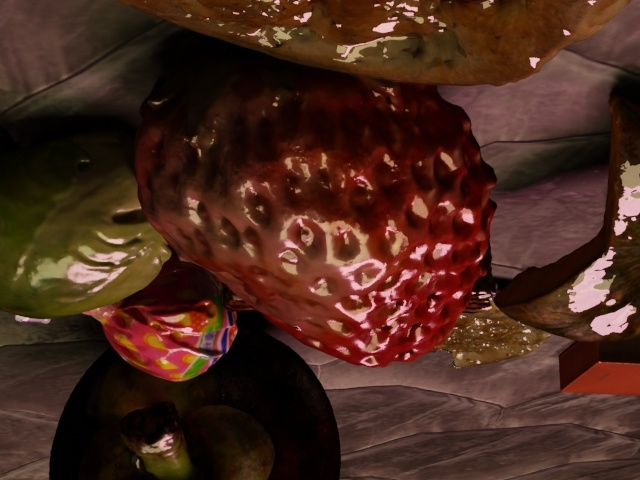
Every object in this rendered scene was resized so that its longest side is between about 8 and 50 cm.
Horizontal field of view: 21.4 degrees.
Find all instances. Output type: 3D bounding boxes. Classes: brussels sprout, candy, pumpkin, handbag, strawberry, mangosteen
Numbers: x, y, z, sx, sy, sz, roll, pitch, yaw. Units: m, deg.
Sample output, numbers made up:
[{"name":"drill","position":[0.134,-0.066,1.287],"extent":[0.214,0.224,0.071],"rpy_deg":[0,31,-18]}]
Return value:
[{"name":"brussels sprout","position":[-0.205,-0.009,1.333],"extent":[0.161,0.143,0.181],"rpy_deg":[34,118,-30]},{"name":"candy","position":[-0.247,0.038,1.541],"extent":[0.365,0.124,0.124],"rpy_deg":[17,153,-22]},{"name":"pumpkin","position":[0.311,-0.006,1.416],"extent":[0.258,0.095,0.290],"rpy_deg":[5,139,-12]},{"name":"handbag","position":[0.389,0.145,1.977],"extent":[0.190,0.062,0.127],"rpy_deg":[4,158,-13]},{"name":"strawberry","position":[0.000,0.000,1.244],"extent":[0.265,0.149,0.336],"rpy_deg":[-4,141,28]},{"name":"mangosteen","position":[-0.126,0.235,1.734],"extent":[0.330,0.330,0.330],"rpy_deg":[-4,160,-1]}]

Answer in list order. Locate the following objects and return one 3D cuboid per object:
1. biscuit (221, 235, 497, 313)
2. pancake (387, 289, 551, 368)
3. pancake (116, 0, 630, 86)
[{"name":"biscuit","position":[0.036,0.007,1.469],"extent":[0.252,0.106,0.070],"rpy_deg":[2,160,-15]},{"name":"pancake","position":[0.140,0.096,1.828],"extent":[0.254,0.037,0.253],"rpy_deg":[-3,160,-1]},{"name":"pancake","position":[-0.005,-0.171,0.937],"extent":[0.382,0.071,0.382],"rpy_deg":[9,169,2]}]
